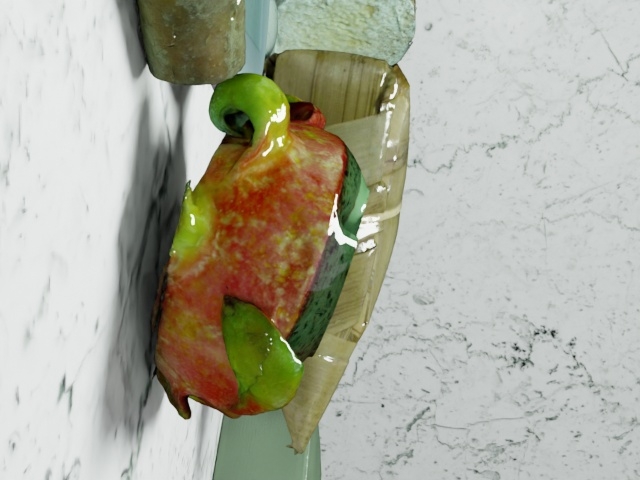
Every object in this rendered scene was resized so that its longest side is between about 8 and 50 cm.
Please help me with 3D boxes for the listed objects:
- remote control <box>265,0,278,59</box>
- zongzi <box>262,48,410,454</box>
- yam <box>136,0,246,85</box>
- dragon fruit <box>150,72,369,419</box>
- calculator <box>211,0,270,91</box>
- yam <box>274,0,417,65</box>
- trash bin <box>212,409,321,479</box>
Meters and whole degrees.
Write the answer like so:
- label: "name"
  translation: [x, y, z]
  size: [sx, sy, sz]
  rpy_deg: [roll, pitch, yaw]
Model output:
- label: "remote control"
  translation: [-0.072, -0.255, 0.986]
  size: [0.256, 0.045, 0.097]
  rpy_deg: [-94, -169, -80]
- label: "zongzi"
  translation: [-0.022, -0.003, 1.143]
  size: [0.500, 0.218, 0.467]
  rpy_deg: [-106, -153, -86]
- label: "yam"
  translation: [-0.079, -0.149, 0.484]
  size: [0.146, 0.070, 0.069]
  rpy_deg: [93, 3, -58]
- label: "dragon fruit"
  translation: [-0.049, 0.013, 0.626]
  size: [0.295, 0.130, 0.268]
  rpy_deg: [109, -1, -45]
- label: "calculator"
  translation: [-0.067, -0.256, 0.640]
  size: [0.185, 0.041, 0.298]
  rpy_deg: [13, 78, -84]
- label: "yam"
  translation: [0.038, -0.450, 1.277]
  size: [0.241, 0.241, 0.348]
  rpy_deg: [94, -1, -72]
- label: "trash bin"
  translation: [-0.076, 0.385, 1.304]
  size: [0.343, 0.158, 0.223]
  rpy_deg: [94, 2, -51]
